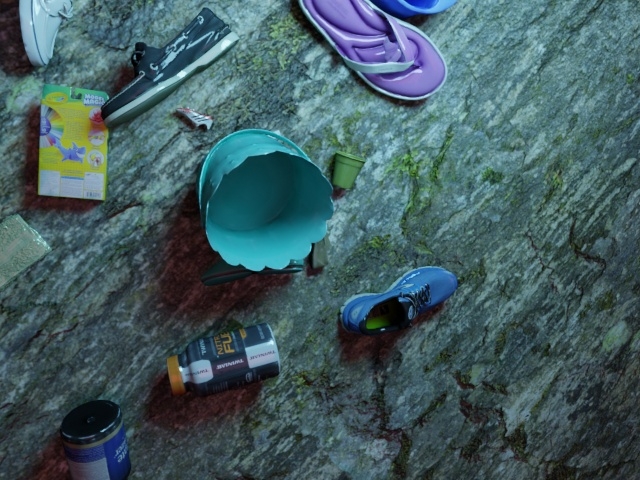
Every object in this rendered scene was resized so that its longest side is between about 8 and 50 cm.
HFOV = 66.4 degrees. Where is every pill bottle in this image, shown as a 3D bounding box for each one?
[{"bbox_3d":[-0.484,0.473,1.068,0.122,0.123,0.220,-7,113,-17],"label":"pill bottle"},{"bbox_3d":[-0.226,0.282,1.131,0.245,0.130,0.131,-12,101,-17],"label":"pill bottle"}]

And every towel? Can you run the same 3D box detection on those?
[{"bbox_3d":[-0.652,0.027,1.011,0.148,0.027,0.110,-42,107,-9],"label":"towel"}]

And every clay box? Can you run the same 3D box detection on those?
[{"bbox_3d":[-0.508,-0.200,1.014,0.127,0.053,0.222,4,95,-19],"label":"clay box"}]

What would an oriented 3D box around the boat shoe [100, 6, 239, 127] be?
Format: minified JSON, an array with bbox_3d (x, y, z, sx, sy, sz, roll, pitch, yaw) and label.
[{"bbox_3d":[-0.330,-0.368,1.012,0.340,0.127,0.113,-40,106,-11],"label":"boat shoe"}]

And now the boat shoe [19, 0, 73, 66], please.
[{"bbox_3d":[-0.525,-0.469,0.949,0.084,0.095,0.259,3,98,-14],"label":"boat shoe"}]

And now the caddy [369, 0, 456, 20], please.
[{"bbox_3d":[0.198,-0.680,1.116,0.241,0.179,0.341,-37,107,-11],"label":"caddy"}]

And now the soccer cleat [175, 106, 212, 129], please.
[{"bbox_3d":[-0.283,-0.273,1.091,0.083,0.029,0.036,13,89,-24],"label":"soccer cleat"}]

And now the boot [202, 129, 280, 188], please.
[{"bbox_3d":[-0.170,-0.185,1.127,0.189,0.069,0.086,-23,111,-6],"label":"boot"}]

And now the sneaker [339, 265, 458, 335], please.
[{"bbox_3d":[0.221,0.169,1.255,0.329,0.147,0.130,-23,104,-15],"label":"sneaker"}]

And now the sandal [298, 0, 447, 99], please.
[{"bbox_3d":[0.121,-0.458,1.136,0.416,0.102,0.169,29,114,-17],"label":"sandal"}]

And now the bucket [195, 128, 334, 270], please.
[{"bbox_3d":[-0.130,-0.092,1.045,0.280,0.183,0.282,-13,123,-22],"label":"bucket"}]

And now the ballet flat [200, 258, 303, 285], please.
[{"bbox_3d":[-0.163,0.048,1.157,0.247,0.083,0.087,-8,75,-17],"label":"ballet flat"}]

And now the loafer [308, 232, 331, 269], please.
[{"bbox_3d":[0.000,0.000,1.210,0.050,0.056,0.148,-1,108,-19],"label":"loafer"}]

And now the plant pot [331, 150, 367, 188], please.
[{"bbox_3d":[0.063,-0.170,1.198,0.083,0.083,0.079,13,105,-19],"label":"plant pot"}]
